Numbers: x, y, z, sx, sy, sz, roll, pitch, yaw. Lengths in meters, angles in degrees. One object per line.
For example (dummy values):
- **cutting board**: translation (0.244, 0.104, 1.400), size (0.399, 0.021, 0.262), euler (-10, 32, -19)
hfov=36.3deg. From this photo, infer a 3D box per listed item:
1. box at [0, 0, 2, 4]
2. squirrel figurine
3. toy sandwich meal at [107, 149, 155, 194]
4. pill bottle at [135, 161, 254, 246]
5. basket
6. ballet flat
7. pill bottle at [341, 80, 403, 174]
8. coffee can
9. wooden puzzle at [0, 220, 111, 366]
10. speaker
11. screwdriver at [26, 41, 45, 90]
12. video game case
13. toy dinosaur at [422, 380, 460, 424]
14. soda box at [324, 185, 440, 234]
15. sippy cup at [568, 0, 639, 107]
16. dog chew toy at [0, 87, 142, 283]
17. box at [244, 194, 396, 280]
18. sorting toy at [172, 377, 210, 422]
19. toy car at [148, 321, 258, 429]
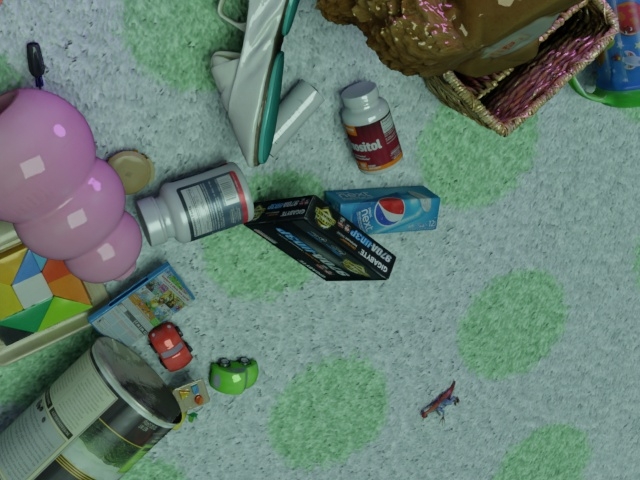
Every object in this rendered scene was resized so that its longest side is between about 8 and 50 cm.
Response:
- **box**: translation (-0.462, -0.445, 1.318), size (0.142, 0.154, 0.300), euler (26, 98, -33)
- **squirrel figurine**: translation (0.178, -0.447, 1.487), size (0.397, 0.281, 0.370), euler (-22, 81, -17)
- **toy sandwich meal**: translation (-0.316, -0.115, 1.611), size (0.085, 0.029, 0.086), euler (-9, 118, -17)
- **pill bottle**: translation (-0.212, -0.056, 1.639), size (0.180, 0.108, 0.108), euler (-20, 119, -16)
- **basket**: translation (0.319, -0.367, 1.684), size (0.299, 0.223, 0.213), euler (-41, 123, -3)
- **ballet flat**: translation (-0.108, -0.322, 1.571), size (0.139, 0.139, 0.400), euler (6, 106, -27)
- **pill bottle**: translation (0.088, -0.199, 1.730), size (0.086, 0.086, 0.152), euler (-27, 121, -12)
- **coffee can**: translation (-0.402, 0.327, 1.654), size (0.275, 0.201, 0.201), euler (-44, 124, 4)
- **wooden puzzle**: translation (-0.480, 0.075, 1.608), size (0.221, 0.044, 0.239), euler (-25, 121, -13)
- **speaker**: translation (-0.055, -0.210, 1.675), size (0.136, 0.055, 0.055), euler (-49, 123, 1)
- **screwdriver**: translation (-0.433, -0.226, 1.515), size (0.024, 0.025, 0.170), euler (-13, 126, -21)
- **video game case**: translation (-0.310, 0.118, 1.704), size (0.166, 0.015, 0.119), euler (-36, 143, -7)
- **toy dinosaur**: translation (0.255, 0.353, 2.102), size (0.082, 0.047, 0.090), euler (-7, 82, -13)
- **soda box**: translation (0.114, -0.056, 1.816), size (0.210, 0.071, 0.067), euler (-5, 115, -23)
- **sippy cup**: translation (0.611, -0.394, 1.823), size (0.305, 0.240, 0.224), euler (-35, 115, -35)
- **dog chew toy**: translation (-0.394, -0.065, 1.483), size (0.206, 0.206, 0.332), euler (-38, 120, -6)
- **box**: translation (0.000, 0.000, 1.726), size (0.220, 0.175, 0.051), euler (36, 65, -34)
- **sorting toy**: translation (-0.231, 0.294, 1.777), size (0.062, 0.012, 0.083), euler (-23, 123, -16)
- **toy car**: translation (-0.213, 0.259, 1.810), size (0.225, 0.053, 0.239), euler (-2, 116, -26)
